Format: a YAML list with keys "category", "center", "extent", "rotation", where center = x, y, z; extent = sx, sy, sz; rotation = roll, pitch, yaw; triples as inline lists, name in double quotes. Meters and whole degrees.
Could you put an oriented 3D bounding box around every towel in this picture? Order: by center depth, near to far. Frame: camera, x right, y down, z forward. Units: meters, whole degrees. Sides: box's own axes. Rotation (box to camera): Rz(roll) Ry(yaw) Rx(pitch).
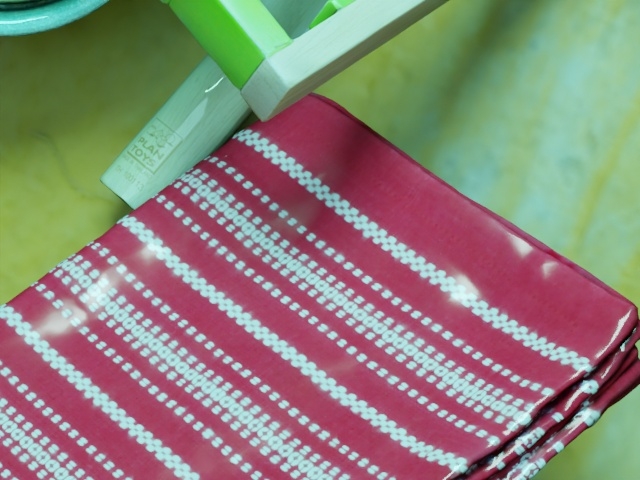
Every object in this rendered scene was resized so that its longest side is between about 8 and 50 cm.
- category: "towel"
  center: [-0.043, 0.063, 0.691]
  extent: [0.275, 0.031, 0.199]
  rotation: [-37, 53, -21]

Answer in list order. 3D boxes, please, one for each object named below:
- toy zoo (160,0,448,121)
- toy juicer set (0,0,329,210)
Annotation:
- category: "toy zoo"
  center: [-0.044, -0.204, 0.742]
  extent: [0.192, 0.030, 0.293]
  rotation: [-35, 83, -33]
- category: "toy juicer set"
  center: [-0.134, -0.110, 0.751]
  extent: [0.329, 0.089, 0.209]
  rotation: [20, 88, -5]
